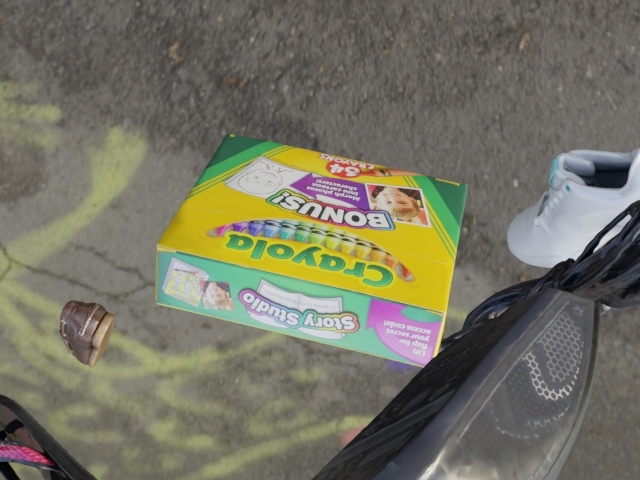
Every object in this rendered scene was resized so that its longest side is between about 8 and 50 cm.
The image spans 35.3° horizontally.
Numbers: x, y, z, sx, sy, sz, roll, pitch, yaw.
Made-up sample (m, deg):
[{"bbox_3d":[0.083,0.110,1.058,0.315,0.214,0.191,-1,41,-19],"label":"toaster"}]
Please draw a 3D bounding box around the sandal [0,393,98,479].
[{"bbox_3d":[-0.214,0.173,0.757,0.179,0.040,0.067,28,142,34],"label":"sandal"}]

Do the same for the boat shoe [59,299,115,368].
[{"bbox_3d":[-0.340,0.129,1.451,0.073,0.073,0.207,24,155,-5],"label":"boat shoe"}]

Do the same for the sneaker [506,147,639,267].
[{"bbox_3d":[0.218,-0.038,0.846,0.094,0.080,0.212,30,155,-22],"label":"sneaker"}]

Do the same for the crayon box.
[{"bbox_3d":[0.000,0.000,1.351,0.363,0.313,0.106,12,123,6],"label":"crayon box"}]

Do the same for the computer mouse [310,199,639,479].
[{"bbox_3d":[0.084,0.087,0.478,0.072,0.272,0.188,52,142,1],"label":"computer mouse"}]
